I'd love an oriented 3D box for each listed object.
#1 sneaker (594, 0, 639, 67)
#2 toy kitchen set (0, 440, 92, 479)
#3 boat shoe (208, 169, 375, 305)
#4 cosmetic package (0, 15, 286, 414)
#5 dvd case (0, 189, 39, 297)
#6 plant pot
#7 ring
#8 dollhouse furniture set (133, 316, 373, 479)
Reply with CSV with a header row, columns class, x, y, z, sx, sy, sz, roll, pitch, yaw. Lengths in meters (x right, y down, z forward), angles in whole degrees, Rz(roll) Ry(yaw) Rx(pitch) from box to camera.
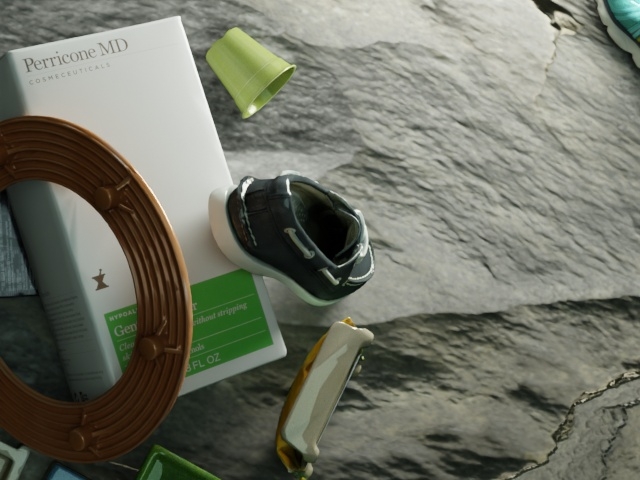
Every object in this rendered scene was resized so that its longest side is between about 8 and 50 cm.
class,x,y,z,sx,sy,sz,roll,pitch,yaw
sneaker,0.438,-0.264,1.505,0.107,0.110,0.275,-36,97,-17
toy kitchen set,-0.329,0.251,1.180,0.207,0.166,0.122,31,77,-13
boat shoe,0.000,0.000,1.259,0.091,0.302,0.114,-17,77,24
cosmetic package,-0.198,-0.022,1.242,0.197,0.155,0.365,-20,94,-29
dvd case,-0.387,-0.018,1.260,0.221,0.018,0.164,-3,88,-19
plant pot,-0.084,-0.192,1.349,0.083,0.083,0.079,-43,86,-16
ring,-0.261,0.051,1.141,0.032,0.337,0.336,-21,93,-56
dollhouse furniture set,-0.076,0.208,1.270,0.151,0.197,0.301,25,74,5
